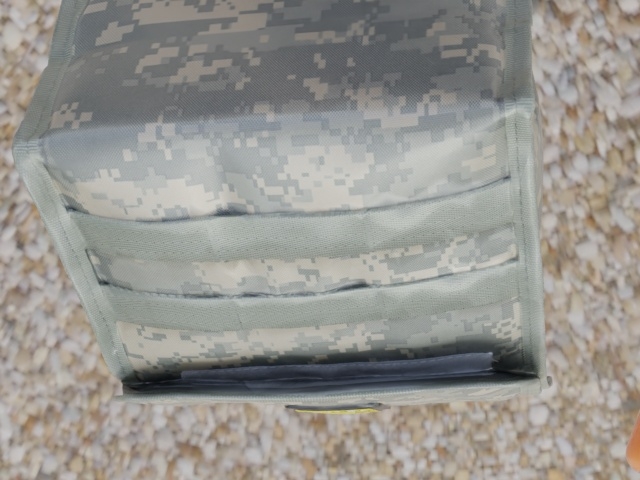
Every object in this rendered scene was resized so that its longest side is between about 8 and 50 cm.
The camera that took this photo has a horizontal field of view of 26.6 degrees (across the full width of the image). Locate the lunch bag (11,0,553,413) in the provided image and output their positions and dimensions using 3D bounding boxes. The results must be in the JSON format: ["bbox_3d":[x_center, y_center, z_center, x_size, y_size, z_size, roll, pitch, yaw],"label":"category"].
[{"bbox_3d":[0.000,0.000,0.711,0.235,0.169,0.287,-3,138,9],"label":"lunch bag"}]

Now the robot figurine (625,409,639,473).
[{"bbox_3d":[0.266,0.092,0.818,0.158,0.128,0.219,30,79,-47],"label":"robot figurine"}]
